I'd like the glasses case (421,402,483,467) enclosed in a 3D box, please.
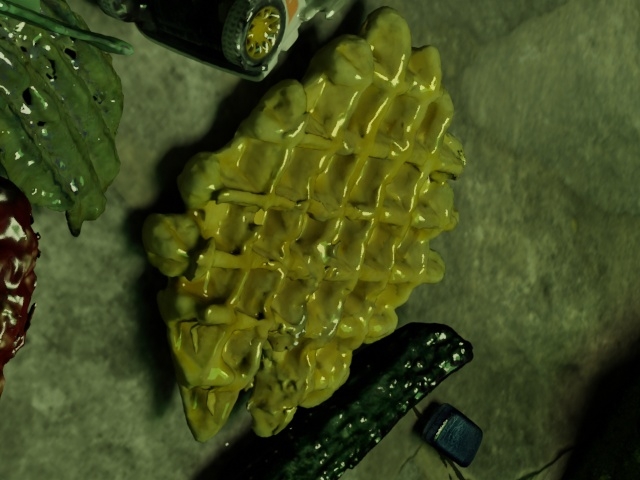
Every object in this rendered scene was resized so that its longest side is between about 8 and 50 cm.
[{"bbox_3d":[0.096,0.143,1.428,0.033,0.023,0.083,-62,151,-7],"label":"glasses case"}]

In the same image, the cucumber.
[{"bbox_3d":[0.005,0.119,1.244,0.220,0.070,0.046,-37,104,-31],"label":"cucumber"}]

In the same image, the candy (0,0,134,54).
[{"bbox_3d":[-0.144,-0.275,0.601,0.263,0.172,0.398,1,105,-52],"label":"candy"}]

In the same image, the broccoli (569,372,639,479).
[{"bbox_3d":[0.376,0.199,1.637,0.321,0.283,0.304,-30,152,-12],"label":"broccoli"}]

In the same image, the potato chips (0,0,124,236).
[{"bbox_3d":[-0.139,-0.077,0.891,0.207,0.028,0.092,54,48,-56],"label":"potato chips"}]

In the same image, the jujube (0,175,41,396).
[{"bbox_3d":[-0.181,0.046,0.874,0.166,0.104,0.104,-58,149,-6],"label":"jujube"}]

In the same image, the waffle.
[{"bbox_3d":[-0.002,-0.001,1.136,0.250,0.056,0.261,-42,143,-28],"label":"waffle"}]

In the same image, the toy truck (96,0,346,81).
[{"bbox_3d":[-0.048,-0.188,0.870,0.114,0.098,0.227,-48,146,-30],"label":"toy truck"}]
